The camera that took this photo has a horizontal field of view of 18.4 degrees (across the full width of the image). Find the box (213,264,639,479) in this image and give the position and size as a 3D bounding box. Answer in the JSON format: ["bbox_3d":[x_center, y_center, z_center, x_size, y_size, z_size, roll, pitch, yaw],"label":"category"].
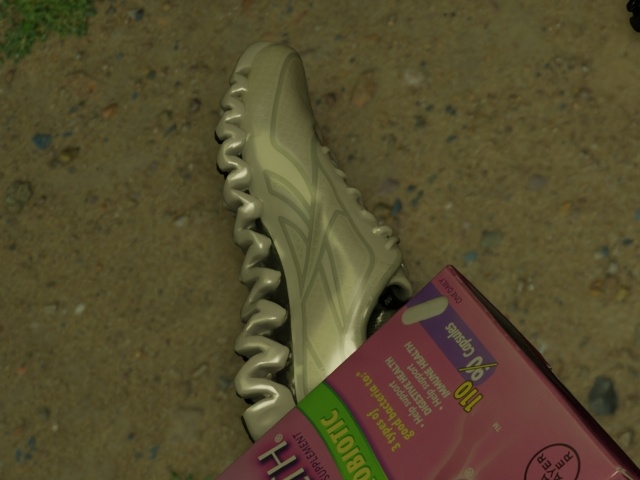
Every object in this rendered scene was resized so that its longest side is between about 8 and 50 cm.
[{"bbox_3d":[0.062,0.176,1.162,0.243,0.117,0.213,-43,39,5],"label":"box"}]

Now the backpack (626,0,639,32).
[{"bbox_3d":[0.235,-0.229,1.244,0.115,0.182,0.152,1,68,29],"label":"backpack"}]

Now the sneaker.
[{"bbox_3d":[0.000,0.000,1.325,0.118,0.110,0.292,-12,71,15],"label":"sneaker"}]
